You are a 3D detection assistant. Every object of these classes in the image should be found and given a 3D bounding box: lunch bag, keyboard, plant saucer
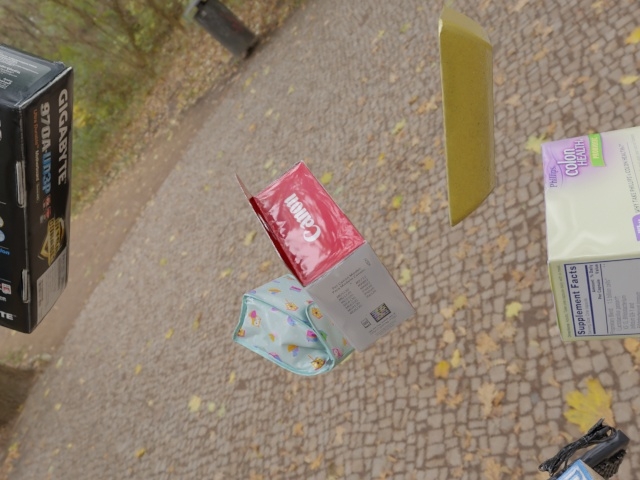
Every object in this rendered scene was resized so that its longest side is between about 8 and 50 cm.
[{"bbox_3d":[-0.032,0.196,1.409,0.262,0.223,0.160,21,107,21],"label":"lunch bag"},{"bbox_3d":[0.422,0.416,1.040,0.317,0.202,0.033,-22,34,-25],"label":"keyboard"},{"bbox_3d":[0.262,-0.235,1.074,0.081,0.333,0.333,-2,24,15],"label":"plant saucer"}]

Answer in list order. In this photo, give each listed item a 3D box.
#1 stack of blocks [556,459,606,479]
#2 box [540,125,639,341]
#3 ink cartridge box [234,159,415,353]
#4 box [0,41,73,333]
[{"bbox_3d":[0.273,0.374,0.573,0.171,0.087,0.297,-49,9,12],"label":"stack of blocks"},{"bbox_3d":[0.361,-0.019,0.618,0.242,0.117,0.214,-7,37,23],"label":"box"},{"bbox_3d":[0.000,0.000,1.081,0.130,0.272,0.309,-37,39,1],"label":"ink cartridge box"},{"bbox_3d":[-0.256,-0.049,0.339,0.051,0.220,0.175,-75,5,-49],"label":"box"}]
